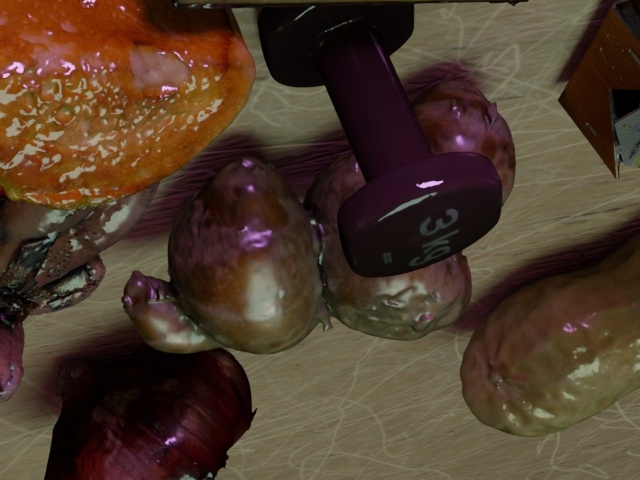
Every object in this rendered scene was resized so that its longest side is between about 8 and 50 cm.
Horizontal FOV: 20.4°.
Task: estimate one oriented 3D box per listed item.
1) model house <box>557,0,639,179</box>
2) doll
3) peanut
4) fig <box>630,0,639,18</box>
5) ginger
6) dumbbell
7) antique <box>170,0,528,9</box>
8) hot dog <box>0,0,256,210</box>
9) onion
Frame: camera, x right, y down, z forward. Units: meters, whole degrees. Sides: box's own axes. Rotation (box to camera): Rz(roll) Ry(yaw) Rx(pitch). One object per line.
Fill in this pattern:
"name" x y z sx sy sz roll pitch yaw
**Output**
"model house" 0.299 -0.142 1.573 0.136 0.207 0.219 11 152 -4
"doll" -0.260 0.046 1.514 0.303 0.156 0.201 -35 147 20
"peanut" 0.333 0.094 2.077 0.387 0.169 0.192 -32 150 15
"fig" 0.384 -0.265 1.361 0.321 0.217 0.217 -53 147 14
"ginger" 0.000 0.000 1.614 0.375 0.176 0.256 -17 138 -5
"dumbbell" 0.043 -0.094 1.357 0.124 0.225 0.140 -20 157 -6
"antique" 0.032 -0.222 1.247 0.310 0.087 0.093 -6 150 -30
"hot dog" -0.184 -0.107 1.262 0.257 0.150 0.153 -5 142 -32
"onion" -0.197 0.191 1.875 0.272 0.195 0.272 -36 -171 7
